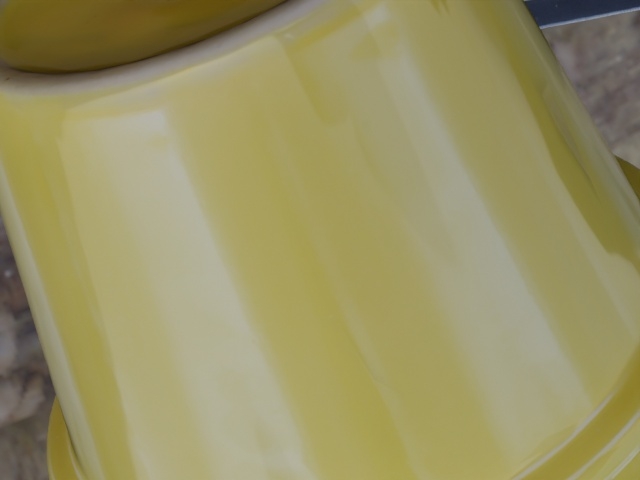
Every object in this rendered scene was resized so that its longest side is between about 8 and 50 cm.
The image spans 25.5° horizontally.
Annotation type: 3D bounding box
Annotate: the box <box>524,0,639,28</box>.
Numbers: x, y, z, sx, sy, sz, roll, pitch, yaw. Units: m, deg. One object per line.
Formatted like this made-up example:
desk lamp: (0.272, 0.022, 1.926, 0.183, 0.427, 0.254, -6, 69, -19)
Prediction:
box: (0.124, -0.282, 0.739, 0.296, 0.183, 0.294, -10, 129, 0)

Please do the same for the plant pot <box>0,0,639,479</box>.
plant pot: (0.000, 0.000, 0.497, 0.254, 0.254, 0.239, -24, 122, -2)
